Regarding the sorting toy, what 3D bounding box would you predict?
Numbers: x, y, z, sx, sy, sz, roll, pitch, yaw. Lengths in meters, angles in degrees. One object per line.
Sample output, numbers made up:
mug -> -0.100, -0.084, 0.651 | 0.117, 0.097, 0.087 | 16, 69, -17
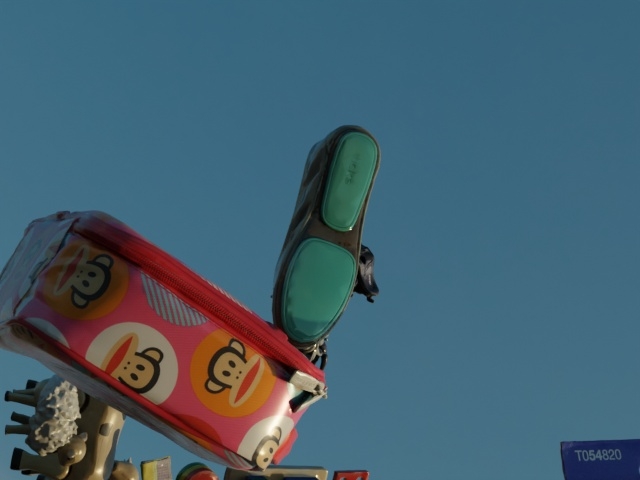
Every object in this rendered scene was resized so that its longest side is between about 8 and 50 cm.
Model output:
sorting toy -> -0.048, 0.326, 2.057 | 0.274, 0.132, 0.046 | 7, 14, -34

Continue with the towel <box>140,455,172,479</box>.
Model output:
towel -> -0.196, 0.305, 2.188 | 0.009, 0.060, 0.083 | -11, -97, 30

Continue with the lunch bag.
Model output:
lunch bag -> -0.122, 0.089, 1.370 | 0.258, 0.120, 0.293 | 36, -11, -16

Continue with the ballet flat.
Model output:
ballet flat -> 0.000, 0.000, 1.589 | 0.072, 0.213, 0.068 | 25, -19, -21

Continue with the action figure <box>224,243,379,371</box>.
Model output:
action figure -> -0.048, 0.104, 2.138 | 0.141, 0.164, 0.276 | 48, -59, 20

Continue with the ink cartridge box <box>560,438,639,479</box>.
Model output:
ink cartridge box -> 0.316, 0.273, 1.524 | 0.223, 0.224, 0.045 | 1, -17, -27

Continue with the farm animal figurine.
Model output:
farm animal figurine -> -0.329, 0.327, 2.483 | 0.172, 0.327, 0.330 | 8, 6, 6
